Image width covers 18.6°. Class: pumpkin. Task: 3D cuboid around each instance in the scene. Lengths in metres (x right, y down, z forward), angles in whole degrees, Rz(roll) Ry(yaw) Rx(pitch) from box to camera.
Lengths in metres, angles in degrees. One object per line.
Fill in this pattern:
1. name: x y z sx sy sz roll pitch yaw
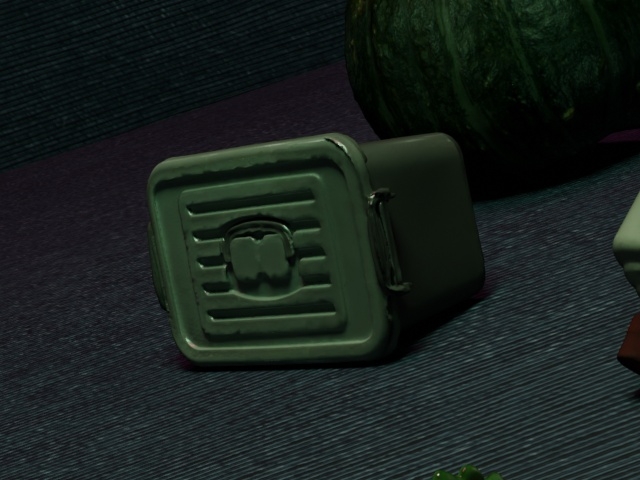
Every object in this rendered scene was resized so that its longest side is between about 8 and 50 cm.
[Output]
1. pumpkin: 0.140 -0.172 1.763 0.197 0.263 0.293 -32 17 -32

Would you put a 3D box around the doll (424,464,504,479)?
1. doll: 0.041 0.142 0.893 0.113 0.076 0.078 -9 23 39

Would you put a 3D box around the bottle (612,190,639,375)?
1. bottle: 0.242 -0.029 1.129 0.245 0.104 0.104 -61 23 -8

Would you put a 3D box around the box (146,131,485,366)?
1. box: 0.000 0.000 1.440 0.243 0.163 0.135 -7 7 46
